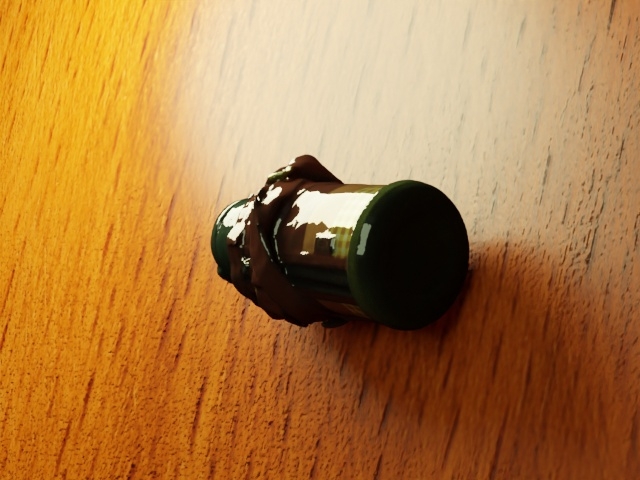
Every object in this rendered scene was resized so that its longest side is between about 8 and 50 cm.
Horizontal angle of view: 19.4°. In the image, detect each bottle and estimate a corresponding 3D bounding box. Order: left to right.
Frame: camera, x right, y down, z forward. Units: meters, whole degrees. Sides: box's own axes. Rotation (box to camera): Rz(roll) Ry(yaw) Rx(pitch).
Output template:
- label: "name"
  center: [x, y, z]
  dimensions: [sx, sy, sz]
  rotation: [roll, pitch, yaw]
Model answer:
- label: "bottle"
  center: [0.000, 0.000, 1.699]
  dimensions: [0.271, 0.143, 0.156]
  rotation: [6, 75, 51]
